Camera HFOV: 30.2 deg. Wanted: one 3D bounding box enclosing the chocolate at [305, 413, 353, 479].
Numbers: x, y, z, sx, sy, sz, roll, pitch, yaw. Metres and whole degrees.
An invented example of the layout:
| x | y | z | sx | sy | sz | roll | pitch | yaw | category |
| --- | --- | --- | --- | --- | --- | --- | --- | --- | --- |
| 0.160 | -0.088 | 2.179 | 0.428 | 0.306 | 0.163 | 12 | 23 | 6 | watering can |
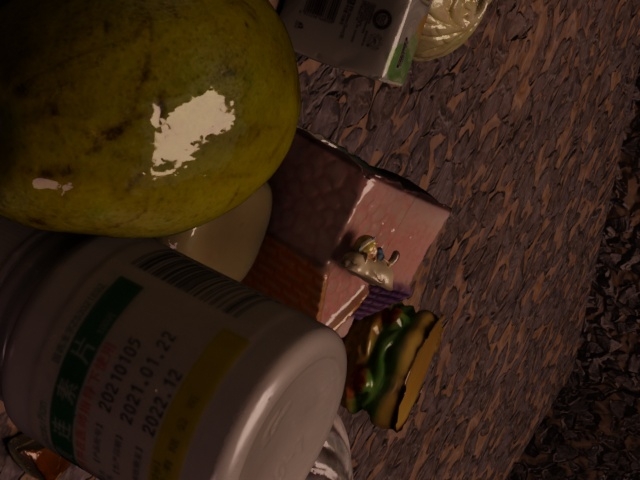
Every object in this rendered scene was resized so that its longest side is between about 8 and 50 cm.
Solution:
| x | y | z | sx | sy | sz | roll | pitch | yaw | category |
| --- | --- | --- | --- | --- | --- | --- | --- | --- | --- |
| -0.074 | 0.318 | 1.545 | 0.303 | 0.213 | 0.303 | -36 | 145 | -31 | chocolate |

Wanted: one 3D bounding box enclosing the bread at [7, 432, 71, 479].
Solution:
| x | y | z | sx | sy | sz | roll | pitch | yaw | category |
| --- | --- | --- | --- | --- | --- | --- | --- | --- | --- |
| -0.296 | 0.231 | 1.270 | 0.109 | 0.043 | 0.062 | -12 | 120 | -64 | bread |

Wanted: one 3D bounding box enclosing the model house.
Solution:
| x | y | z | sx | sy | sz | roll | pitch | yaw | category |
| --- | --- | --- | --- | --- | --- | --- | --- | --- | --- |
| 0.000 | 0.000 | 1.500 | 0.237 | 0.202 | 0.237 | 17 | 102 | -60 | model house |

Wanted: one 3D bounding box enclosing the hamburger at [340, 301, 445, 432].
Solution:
| x | y | z | sx | sy | sz | roll | pitch | yaw | category |
| --- | --- | --- | --- | --- | --- | --- | --- | --- | --- |
| 0.102 | 0.197 | 1.985 | 0.237 | 0.149 | 0.237 | -59 | 164 | -29 | hamburger |

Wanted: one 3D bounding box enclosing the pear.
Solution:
| x | y | z | sx | sy | sz | roll | pitch | yaw | category |
| --- | --- | --- | --- | --- | --- | --- | --- | --- | --- |
| -0.159 | -0.122 | 0.994 | 0.307 | 0.253 | 0.252 | -13 | 124 | -45 | pear |

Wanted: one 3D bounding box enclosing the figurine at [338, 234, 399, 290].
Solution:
| x | y | z | sx | sy | sz | roll | pitch | yaw | category |
| --- | --- | --- | --- | --- | --- | --- | --- | --- | --- |
| 0.058 | 0.022 | 1.373 | 0.083 | 0.047 | 0.050 | 31 | 75 | -50 | figurine |

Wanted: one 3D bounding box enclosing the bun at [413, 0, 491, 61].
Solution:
| x | y | z | sx | sy | sz | roll | pitch | yaw | category |
| --- | --- | --- | --- | --- | --- | --- | --- | --- | --- |
| 0.160 | -0.364 | 1.598 | 0.244 | 0.153 | 0.243 | -54 | 156 | -38 | bun |

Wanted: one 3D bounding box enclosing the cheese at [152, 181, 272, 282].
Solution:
| x | y | z | sx | sy | sz | roll | pitch | yaw | category |
| --- | --- | --- | --- | --- | --- | --- | --- | --- | --- |
| -0.135 | -0.017 | 1.337 | 0.202 | 0.091 | 0.175 | 20 | 91 | -68 | cheese |

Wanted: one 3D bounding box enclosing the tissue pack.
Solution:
| x | y | z | sx | sy | sz | roll | pitch | yaw | category |
| --- | --- | --- | --- | --- | --- | --- | --- | --- | --- |
| 0.067 | -0.313 | 1.420 | 0.145 | 0.159 | 0.229 | -2 | 113 | -66 | tissue pack |

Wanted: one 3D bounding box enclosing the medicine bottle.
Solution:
| x | y | z | sx | sy | sz | roll | pitch | yaw | category |
| --- | --- | --- | --- | --- | --- | --- | --- | --- | --- |
| -0.168 | 0.103 | 1.043 | 0.208 | 0.340 | 0.208 | -49 | 153 | -35 | medicine bottle |
